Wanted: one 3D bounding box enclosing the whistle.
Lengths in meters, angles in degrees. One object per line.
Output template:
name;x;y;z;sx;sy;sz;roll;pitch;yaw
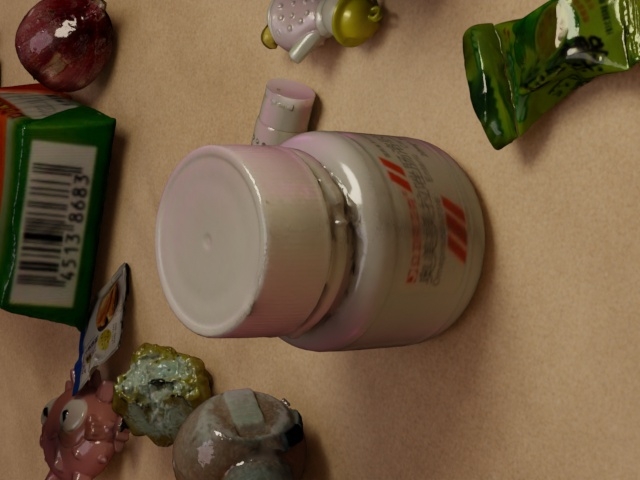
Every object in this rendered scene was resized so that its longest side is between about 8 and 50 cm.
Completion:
whistle;-0.086;0.326;1.644;0.189;0.189;0.348;-68;30;24

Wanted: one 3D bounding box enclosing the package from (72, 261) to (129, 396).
package;-0.355;0.145;2.056;0.173;0.027;0.171;-43;37;37

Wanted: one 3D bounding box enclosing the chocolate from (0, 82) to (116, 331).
chocolate;-0.493;-0.068;2.139;0.341;0.161;0.360;28;111;53

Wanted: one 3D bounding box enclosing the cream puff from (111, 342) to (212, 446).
cream puff;-0.226;0.224;1.889;0.156;0.156;0.121;38;160;43

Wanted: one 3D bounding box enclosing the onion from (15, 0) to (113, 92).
onion;-0.398;-0.332;2.054;0.195;0.159;0.159;-32;66;36

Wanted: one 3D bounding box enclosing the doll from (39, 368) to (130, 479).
doll;-0.388;0.315;2.082;0.262;0.093;0.211;-7;72;50

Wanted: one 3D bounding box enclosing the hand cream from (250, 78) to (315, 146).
hand cream;-0.072;-0.066;1.754;0.111;0.070;0.312;42;129;39

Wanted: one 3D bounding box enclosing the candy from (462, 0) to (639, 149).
candy;0.257;-0.206;1.352;0.246;0.069;0.149;-30;63;51

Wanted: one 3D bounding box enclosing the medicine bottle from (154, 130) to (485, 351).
medicine bottle;0.000;0.000;1.457;0.256;0.325;0.256;-2;87;50

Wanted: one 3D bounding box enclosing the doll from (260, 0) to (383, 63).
doll;0.001;-0.286;1.640;0.207;0.081;0.129;4;68;45
